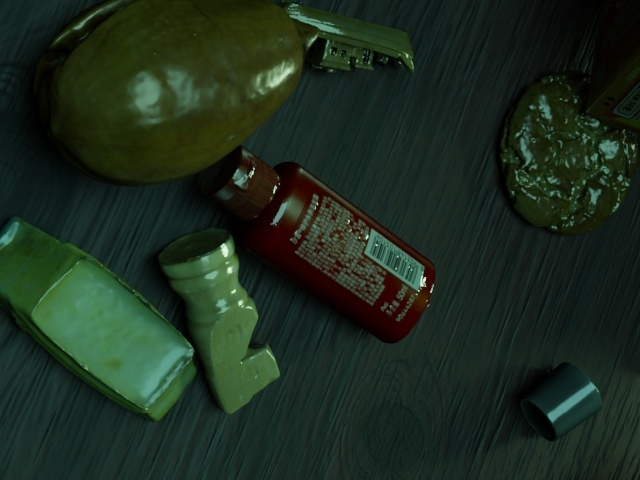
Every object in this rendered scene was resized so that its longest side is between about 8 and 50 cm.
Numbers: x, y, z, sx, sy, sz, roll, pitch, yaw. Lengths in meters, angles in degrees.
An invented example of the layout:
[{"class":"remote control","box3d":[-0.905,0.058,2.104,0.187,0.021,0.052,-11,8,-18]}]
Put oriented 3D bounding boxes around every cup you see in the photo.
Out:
[{"class":"cup","box3d":[0.309,0.217,1.808,0.077,0.078,0.100,-35,136,-18]}]

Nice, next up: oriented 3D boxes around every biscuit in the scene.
[{"class":"biscuit","box3d":[0.328,-0.114,1.831,0.225,0.042,0.226,1,89,-28]}]

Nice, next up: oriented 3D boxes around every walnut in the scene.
[{"class":"walnut","box3d":[-0.143,-0.173,1.499,0.336,0.209,0.209,-22,100,-24]}]

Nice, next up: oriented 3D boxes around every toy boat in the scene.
[{"class":"toy boat","box3d":[0.021,-0.232,1.662,0.206,0.064,0.072,11,99,-27]},{"class":"toy boat","box3d":[-0.243,0.089,1.510,0.276,0.084,0.111,45,73,-21]}]

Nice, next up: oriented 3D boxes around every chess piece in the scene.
[{"class":"chess piece","box3d":[-0.112,0.093,1.588,0.090,0.090,0.200,-28,112,-25]}]

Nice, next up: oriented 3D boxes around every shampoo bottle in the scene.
[{"class":"shampoo bottle","box3d":[0.000,0.000,1.620,0.314,0.076,0.118,35,77,-31]}]

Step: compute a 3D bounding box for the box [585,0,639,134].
[{"class":"box","box3d":[0.509,-0.261,1.735,0.259,0.283,0.214,13,66,-8]}]
